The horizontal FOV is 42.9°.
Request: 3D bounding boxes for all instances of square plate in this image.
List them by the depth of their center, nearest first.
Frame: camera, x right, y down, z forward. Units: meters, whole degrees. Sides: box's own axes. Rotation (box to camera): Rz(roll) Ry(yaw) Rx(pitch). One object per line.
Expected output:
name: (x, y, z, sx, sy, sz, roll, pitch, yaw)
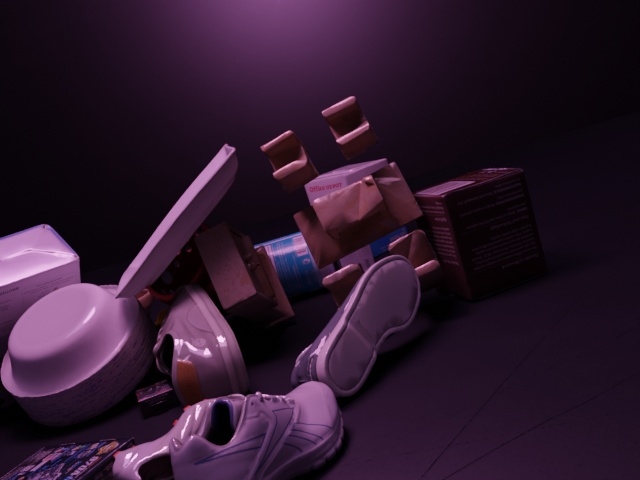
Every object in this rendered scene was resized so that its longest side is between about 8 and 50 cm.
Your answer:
square plate: (-0.271, -0.042, 1.607, 0.344, 0.049, 0.347, -52, 12, 1)

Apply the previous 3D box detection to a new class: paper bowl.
paper bowl: (-0.460, 0.192, 1.520, 0.284, 0.148, 0.284, -17, 35, 12)

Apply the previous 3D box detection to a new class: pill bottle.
pill bottle: (-0.102, 0.071, 1.909, 0.264, 0.146, 0.146, -17, 9, 2)

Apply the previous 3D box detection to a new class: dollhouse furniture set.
dollhouse furniture set: (0.000, 0.000, 1.572, 0.394, 0.362, 0.256, -28, -17, 6)

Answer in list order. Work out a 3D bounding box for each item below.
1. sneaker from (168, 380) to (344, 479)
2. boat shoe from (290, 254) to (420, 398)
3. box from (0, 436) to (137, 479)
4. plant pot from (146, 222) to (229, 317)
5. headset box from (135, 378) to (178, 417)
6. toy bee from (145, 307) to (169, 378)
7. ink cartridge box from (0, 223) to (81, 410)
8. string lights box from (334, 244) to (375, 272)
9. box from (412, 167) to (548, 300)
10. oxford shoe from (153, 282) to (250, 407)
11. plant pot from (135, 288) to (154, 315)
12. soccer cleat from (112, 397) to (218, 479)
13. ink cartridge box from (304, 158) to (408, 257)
sneaker: (-0.065, 0.228, 0.963, 0.111, 0.129, 0.297, -14, 8, 29)
boat shoe: (0.057, 0.130, 1.279, 0.099, 0.116, 0.319, -24, 18, 42)
box: (-0.372, 0.342, 1.090, 0.175, 0.051, 0.220, -13, 10, 26)
plant pot: (-0.259, 0.073, 1.776, 0.191, 0.191, 0.174, -11, -33, 32)
headset box: (-0.282, 0.272, 1.400, 0.062, 0.032, 0.083, -19, 8, -14)
toy bee: (-0.409, 0.192, 1.710, 0.298, 0.162, 0.195, -8, 15, 45)
ink cartridge box: (-0.642, 0.194, 1.690, 0.270, 0.395, 0.151, -22, 45, -34)
string lights box: (0.066, 0.021, 1.935, 0.077, 0.133, 0.260, -17, 9, -5)
box: (0.292, -0.017, 1.524, 0.167, 0.203, 0.168, -19, 10, -14)
oxford shoe: (-0.239, 0.182, 1.464, 0.130, 0.169, 0.449, -20, 14, -14)
plant pot: (-0.505, 0.207, 1.956, 0.237, 0.109, 0.237, -16, 9, 2)
soccer cleat: (-0.189, 0.280, 1.107, 0.076, 0.068, 0.196, 13, 29, 43)
ink cartridge box: (0.098, -0.080, 2.166, 0.168, 0.232, 0.171, -25, 12, -38)
